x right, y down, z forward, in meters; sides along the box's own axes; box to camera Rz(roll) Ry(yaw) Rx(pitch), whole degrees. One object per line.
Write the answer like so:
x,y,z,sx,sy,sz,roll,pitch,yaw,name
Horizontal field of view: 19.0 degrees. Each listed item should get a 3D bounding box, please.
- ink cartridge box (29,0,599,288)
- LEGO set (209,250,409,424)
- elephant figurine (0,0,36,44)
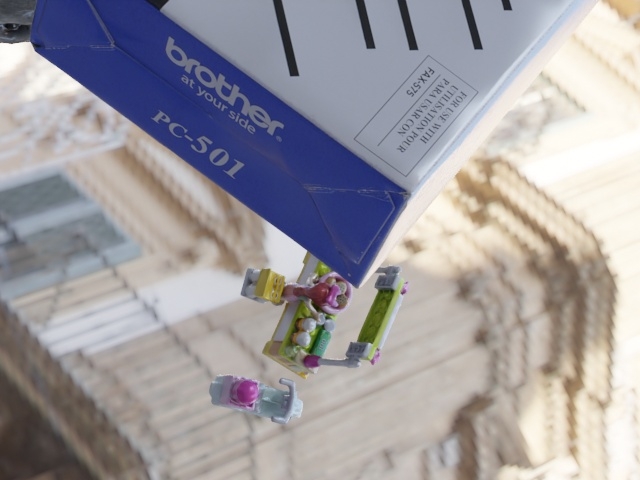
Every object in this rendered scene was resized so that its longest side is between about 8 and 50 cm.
0.032,-0.093,0.472,0.097,0.207,0.046,36,-33,6,ink cartridge box
0.000,0.000,1.481,0.107,0.132,0.287,-1,-98,56,LEGO set
-0.165,-0.154,0.852,0.186,0.169,0.239,52,-25,34,elephant figurine
